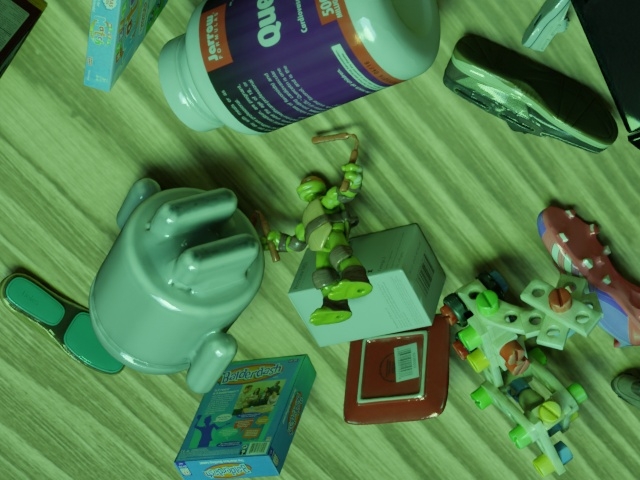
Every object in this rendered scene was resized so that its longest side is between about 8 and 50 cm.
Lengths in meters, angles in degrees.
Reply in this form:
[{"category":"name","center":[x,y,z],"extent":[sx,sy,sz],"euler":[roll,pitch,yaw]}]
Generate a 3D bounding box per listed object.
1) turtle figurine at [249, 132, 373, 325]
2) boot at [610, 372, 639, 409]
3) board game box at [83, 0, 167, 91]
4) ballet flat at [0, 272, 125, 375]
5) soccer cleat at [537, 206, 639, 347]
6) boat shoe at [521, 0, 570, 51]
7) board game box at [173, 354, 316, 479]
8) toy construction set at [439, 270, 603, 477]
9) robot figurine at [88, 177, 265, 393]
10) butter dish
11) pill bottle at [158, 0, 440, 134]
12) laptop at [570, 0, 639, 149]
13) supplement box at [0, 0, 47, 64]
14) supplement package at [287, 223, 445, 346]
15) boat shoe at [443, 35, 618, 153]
[{"category":"turtle figurine","center":[0.000,0.000,1.891],"extent":[0.087,0.217,0.269],"euler":[11,143,-38]},{"category":"boot","center":[0.461,0.227,1.984],"extent":[0.118,0.042,0.087],"euler":[42,169,-8]},{"category":"board game box","center":[-0.221,-0.299,1.679],"extent":[0.039,0.211,0.160],"euler":[19,133,3]},{"category":"ballet flat","center":[-0.402,0.130,2.214],"extent":[0.232,0.080,0.073],"euler":[40,158,-13]},{"category":"soccer cleat","center":[0.356,0.055,1.872],"extent":[0.248,0.083,0.095],"euler":[41,134,-20]},{"category":"boat shoe","center":[0.275,-0.258,1.663],"extent":[0.035,0.035,0.100],"euler":[21,135,-13]},{"category":"board game box","center":[-0.110,0.264,2.120],"extent":[0.160,0.210,0.047],"euler":[-8,127,26]},{"category":"toy construction set","center":[0.271,0.157,1.898],"extent":[0.215,0.151,0.327],"euler":[52,157,34]},{"category":"robot figurine","center":[-0.203,0.062,1.966],"extent":[0.353,0.200,0.300],"euler":[-49,58,54]},{"category":"butter dish","center":[0.127,0.203,2.048],"extent":[0.160,0.160,0.118],"euler":[-9,148,26]},{"category":"pill bottle","center":[-0.032,-0.236,1.687],"extent":[0.323,0.181,0.181],"euler":[-18,121,30]},{"category":"laptop","center":[0.523,-0.254,1.587],"extent":[0.382,0.236,0.408],"euler":[-22,148,33]},{"category":"supplement box","center":[-0.483,-0.235,1.836],"extent":[0.129,0.194,0.191],"euler":[35,131,-11]},{"category":"supplement package","center":[0.065,0.063,1.960],"extent":[0.179,0.105,0.105],"euler":[-14,124,27]},{"category":"boat shoe","center":[0.252,-0.167,1.723],"extent":[0.224,0.080,0.073],"euler":[30,138,0]}]
